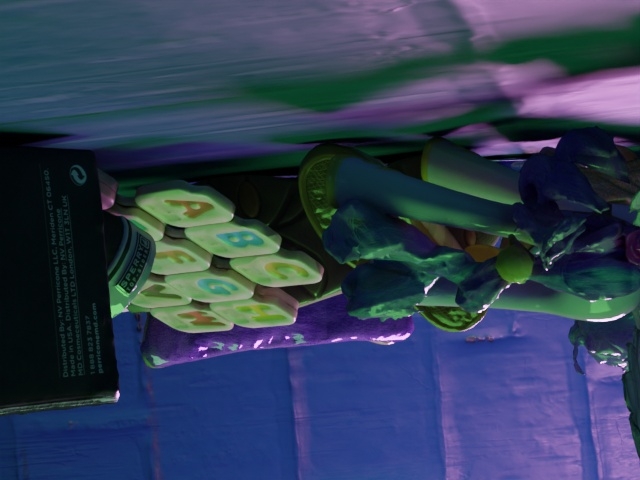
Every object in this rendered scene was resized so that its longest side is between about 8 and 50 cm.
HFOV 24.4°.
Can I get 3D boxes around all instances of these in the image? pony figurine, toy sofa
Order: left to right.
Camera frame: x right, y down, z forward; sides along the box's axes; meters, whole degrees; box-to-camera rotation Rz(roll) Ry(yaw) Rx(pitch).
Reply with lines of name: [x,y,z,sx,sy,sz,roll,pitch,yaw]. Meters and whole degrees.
toy sofa: [-0.015,0.033,1.557,0.363,0.177,0.150,-3,177,-32]
pony figurine: [0.192,0.013,0.979,0.363,0.302,0.351,10,-169,24]

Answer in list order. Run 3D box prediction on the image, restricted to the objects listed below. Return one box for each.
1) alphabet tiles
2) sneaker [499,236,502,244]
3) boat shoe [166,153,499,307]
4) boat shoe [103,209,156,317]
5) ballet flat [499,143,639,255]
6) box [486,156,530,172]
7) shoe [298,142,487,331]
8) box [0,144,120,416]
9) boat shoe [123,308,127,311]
alphabet tiles: [-0.150,0.012,1.195,0.278,0.021,0.284,-7,150,37]
sneaker: [0.280,-0.033,1.622,0.150,0.135,0.366,26,168,-23]
boat shoe: [0.000,0.000,1.356,0.355,0.132,0.130,-5,177,15]
boat shoe: [-0.259,0.034,1.135,0.105,0.113,0.306,37,147,-31]
ballet flat: [0.233,-0.033,1.299,0.316,0.106,0.107,-9,145,-47]
box: [0.159,-0.062,1.445,0.081,0.028,0.136,-4,179,-21]
shoe: [0.056,-0.007,1.195,0.076,0.058,0.219,-34,123,18]
box: [-0.339,0.039,0.945,0.296,0.182,0.294,-9,176,36]
boat shoe: [-0.346,0.031,1.834,0.302,0.091,0.114,-5,-139,-36]
